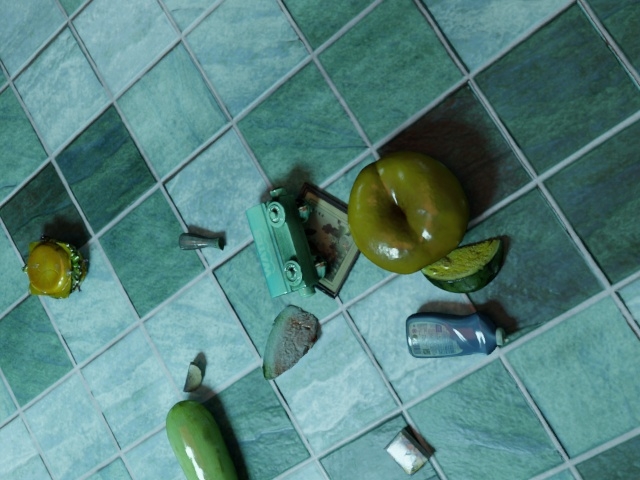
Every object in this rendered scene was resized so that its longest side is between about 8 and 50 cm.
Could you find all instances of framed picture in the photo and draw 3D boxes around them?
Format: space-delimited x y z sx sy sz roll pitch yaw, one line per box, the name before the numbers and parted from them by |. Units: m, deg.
framed picture | 0.000 0.000 1.703 0.195 0.010 0.199 33 106 19

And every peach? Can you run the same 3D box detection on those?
peach | 0.172 -0.059 1.547 0.251 0.153 0.251 2 96 18

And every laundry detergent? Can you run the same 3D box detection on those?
laundry detergent | 0.279 0.192 1.560 0.206 0.061 0.097 -3 90 25

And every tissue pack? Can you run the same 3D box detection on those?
tissue pack | 0.183 0.453 1.636 0.083 0.035 0.063 43 109 16

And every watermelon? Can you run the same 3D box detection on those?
watermelon | -0.072 0.239 1.710 0.094 0.081 0.180 15 64 42
watermelon | 0.292 0.067 1.561 0.181 0.075 0.092 -17 43 23

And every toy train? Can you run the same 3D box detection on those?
toy train | -0.084 0.012 1.693 0.159 0.101 0.248 -19 84 41

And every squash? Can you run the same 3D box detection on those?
squash | -0.253 0.547 1.804 0.118 0.118 0.371 -28 85 24

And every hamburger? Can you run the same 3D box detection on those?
hamburger | -0.678 0.071 1.976 0.189 0.093 0.164 14 97 22

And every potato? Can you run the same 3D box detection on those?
potato | -0.306 0.325 1.857 0.037 0.036 0.093 11 122 -12

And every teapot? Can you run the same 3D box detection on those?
teapot | -0.278 0.005 1.818 0.110 0.043 0.043 3 95 20
